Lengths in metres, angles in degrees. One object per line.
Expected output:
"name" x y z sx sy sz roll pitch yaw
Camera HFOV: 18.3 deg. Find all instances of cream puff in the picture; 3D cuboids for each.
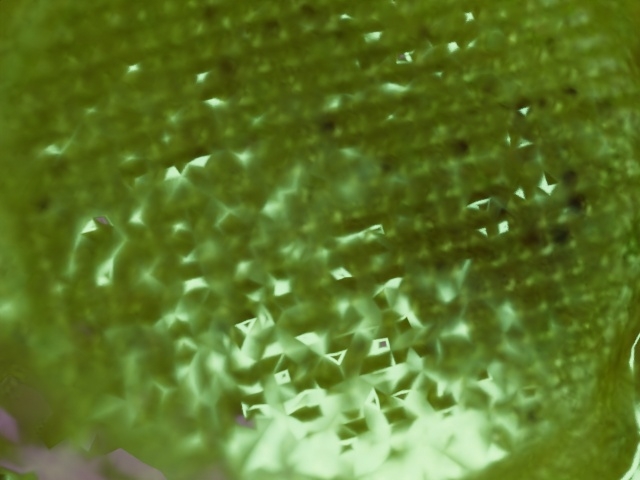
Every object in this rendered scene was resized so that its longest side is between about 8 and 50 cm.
"cream puff" 0.000 0.000 0.580 0.303 0.303 0.212 15 168 -5
